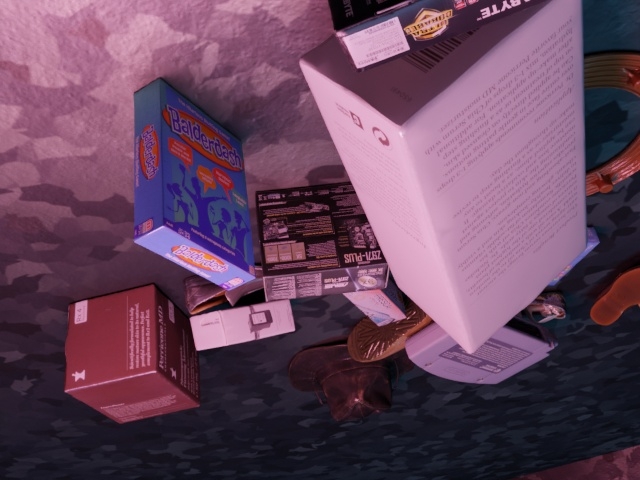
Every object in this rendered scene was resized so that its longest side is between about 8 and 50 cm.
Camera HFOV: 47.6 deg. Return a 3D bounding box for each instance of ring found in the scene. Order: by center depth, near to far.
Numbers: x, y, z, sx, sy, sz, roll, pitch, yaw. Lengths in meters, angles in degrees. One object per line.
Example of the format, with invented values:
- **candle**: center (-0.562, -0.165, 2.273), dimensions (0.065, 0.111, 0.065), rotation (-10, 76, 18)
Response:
- **ring**: center (0.361, -0.137, 1.043), dimensions (0.336, 0.032, 0.337), rotation (-6, 148, -4)

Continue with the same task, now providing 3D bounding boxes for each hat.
- **hat**: center (0.080, 0.341, 1.660), dimensions (0.331, 0.134, 0.331), rotation (-6, 149, -3)

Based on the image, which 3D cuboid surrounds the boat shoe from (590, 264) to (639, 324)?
- **boat shoe**: center (0.624, 0.096, 1.466), dimensions (0.073, 0.073, 0.207), rotation (-38, 170, -34)

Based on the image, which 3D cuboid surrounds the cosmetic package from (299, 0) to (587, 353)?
- **cosmetic package**: center (0.171, -0.082, 0.841), dimensions (0.230, 0.161, 0.453), rotation (-40, 142, -9)

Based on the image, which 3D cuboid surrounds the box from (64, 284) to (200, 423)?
- **box**: center (-0.331, 0.209, 1.303), dimensions (0.167, 0.169, 0.203), rotation (-13, 149, 7)

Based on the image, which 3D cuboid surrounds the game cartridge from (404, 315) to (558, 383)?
- **game cartridge**: center (0.314, 0.212, 1.444), dimensions (0.297, 0.062, 0.198), rotation (22, 136, -39)

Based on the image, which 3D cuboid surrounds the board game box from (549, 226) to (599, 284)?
- **board game box**: center (0.366, 0.030, 1.309), dimensions (0.211, 0.039, 0.160), rotation (2, 148, -16)

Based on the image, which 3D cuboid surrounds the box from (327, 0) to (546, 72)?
- **box**: center (0.084, -0.257, 0.593), dimensions (0.175, 0.220, 0.051), rotation (-18, 145, 14)

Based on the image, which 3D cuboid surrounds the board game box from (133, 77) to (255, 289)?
- **board game box**: center (-0.149, -0.065, 0.860), dimensions (0.047, 0.210, 0.160), rotation (-25, 146, 23)

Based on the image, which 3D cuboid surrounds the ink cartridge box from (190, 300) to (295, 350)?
- **ink cartridge box**: center (-0.140, 0.150, 1.294), dimensions (0.150, 0.063, 0.109), rotation (-7, 172, -40)

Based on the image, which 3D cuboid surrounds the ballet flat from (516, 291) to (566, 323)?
- **ballet flat**: center (0.417, 0.141, 1.481), dimensions (0.188, 0.070, 0.070), rotation (-5, 149, -6)

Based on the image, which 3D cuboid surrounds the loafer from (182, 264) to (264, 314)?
- **loafer**: center (-0.152, 0.087, 1.251), dimensions (0.170, 0.061, 0.062), rotation (-14, 148, 7)

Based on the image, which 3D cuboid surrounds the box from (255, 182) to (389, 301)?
- **box**: center (0.000, 0.000, 1.064), dimensions (0.180, 0.147, 0.078), rotation (-7, 148, -4)

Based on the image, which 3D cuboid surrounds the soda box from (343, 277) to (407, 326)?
- **soda box**: center (0.097, 0.096, 1.332), dimensions (0.063, 0.058, 0.183), rotation (-20, 146, 18)

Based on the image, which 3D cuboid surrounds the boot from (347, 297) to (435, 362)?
- **boot**: center (0.226, 0.211, 1.527), dimensions (0.236, 0.089, 0.269), rotation (-32, 143, 34)

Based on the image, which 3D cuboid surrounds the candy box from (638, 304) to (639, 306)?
- **candy box**: center (0.727, 0.076, 1.445), dimensions (0.109, 0.053, 0.187), rotation (-12, 153, -22)
